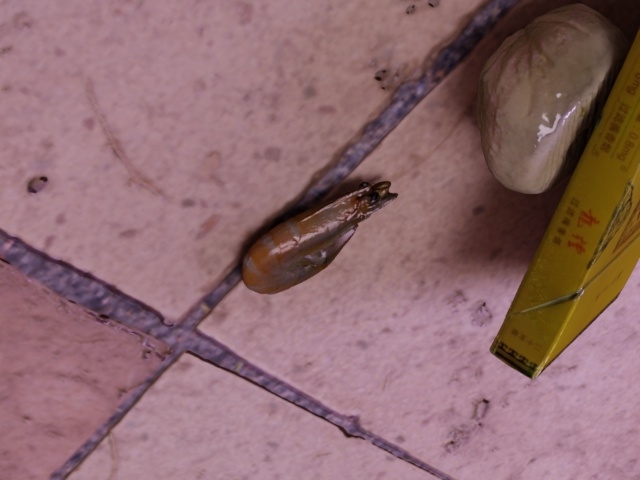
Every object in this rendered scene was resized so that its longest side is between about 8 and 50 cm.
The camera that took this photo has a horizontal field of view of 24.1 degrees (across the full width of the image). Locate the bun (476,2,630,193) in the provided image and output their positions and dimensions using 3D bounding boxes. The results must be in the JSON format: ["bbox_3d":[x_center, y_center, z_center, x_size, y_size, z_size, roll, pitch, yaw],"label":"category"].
[{"bbox_3d":[0.131,-0.085,0.883,0.115,0.069,0.115,-42,155,-25],"label":"bun"}]

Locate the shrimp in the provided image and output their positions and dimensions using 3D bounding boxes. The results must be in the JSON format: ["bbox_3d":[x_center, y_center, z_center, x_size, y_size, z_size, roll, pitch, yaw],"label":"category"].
[{"bbox_3d":[0.000,0.000,0.922,0.108,0.023,0.059,-28,144,-6],"label":"shrimp"}]

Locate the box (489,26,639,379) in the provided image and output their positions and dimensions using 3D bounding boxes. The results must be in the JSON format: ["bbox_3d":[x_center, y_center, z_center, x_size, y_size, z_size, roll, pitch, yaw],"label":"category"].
[{"bbox_3d":[0.196,-0.057,0.920,0.153,0.041,0.279,-34,149,-54],"label":"box"}]
